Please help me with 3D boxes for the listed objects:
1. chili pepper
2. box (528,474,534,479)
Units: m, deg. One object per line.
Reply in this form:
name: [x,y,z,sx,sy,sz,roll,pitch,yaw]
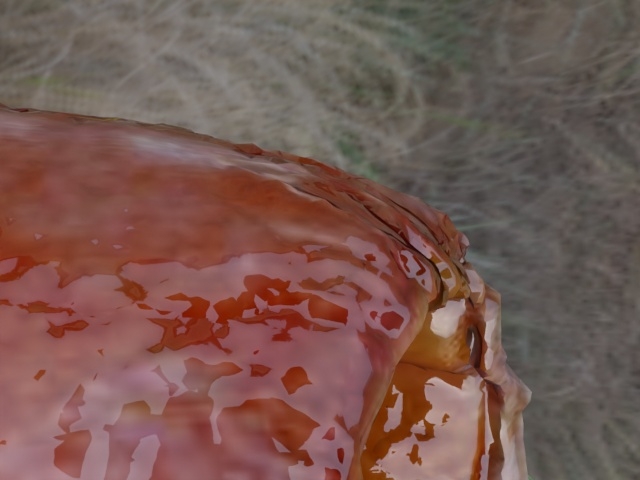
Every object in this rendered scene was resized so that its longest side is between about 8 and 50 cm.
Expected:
chili pepper: [-0.110,0.087,0.379,0.305,0.229,0.251,1,53,4]
box: [0.115,0.276,1.556,0.177,0.195,0.148,-46,59,-10]
